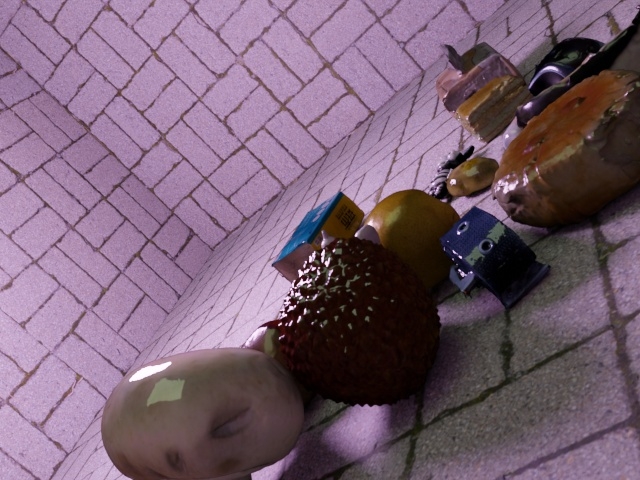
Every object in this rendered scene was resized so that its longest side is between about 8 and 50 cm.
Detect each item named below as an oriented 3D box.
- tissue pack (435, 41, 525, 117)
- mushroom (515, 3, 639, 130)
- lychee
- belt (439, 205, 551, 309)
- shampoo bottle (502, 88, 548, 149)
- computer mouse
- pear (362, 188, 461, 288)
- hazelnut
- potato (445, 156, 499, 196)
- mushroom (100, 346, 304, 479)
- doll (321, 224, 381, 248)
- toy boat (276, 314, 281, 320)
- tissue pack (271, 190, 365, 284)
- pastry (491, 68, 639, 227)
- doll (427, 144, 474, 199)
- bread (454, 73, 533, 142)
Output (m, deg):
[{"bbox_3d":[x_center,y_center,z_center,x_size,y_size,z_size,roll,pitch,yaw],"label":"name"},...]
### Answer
[{"bbox_3d":[0.436,-0.483,2.068,0.239,0.238,0.305,-40,13,19],"label":"tissue pack"},{"bbox_3d":[0.559,-0.325,1.423,0.344,0.130,0.247,-40,-3,13],"label":"mushroom"},{"bbox_3d":[0.066,0.140,1.163,0.276,0.304,0.275,-10,27,5],"label":"lychee"},{"bbox_3d":[0.268,0.027,1.188,0.128,0.122,0.218,-46,13,7],"label":"belt"},{"bbox_3d":[0.478,-0.271,1.593,0.192,0.074,0.074,-53,15,-29],"label":"shampoo bottle"},{"bbox_3d":[0.580,-0.417,1.692,0.137,0.096,0.233,-49,14,-15],"label":"computer mouse"},{"bbox_3d":[0.173,0.007,1.380,0.209,0.209,0.209,-42,13,12],"label":"pear"},{"bbox_3d":[-0.080,0.268,1.434,0.210,0.210,0.186,-49,38,-17],"label":"hazelnut"},{"bbox_3d":[0.346,-0.147,1.619,0.138,0.070,0.091,-31,19,46],"label":"potato"},{"bbox_3d":[-0.167,0.321,1.185,0.353,0.353,0.325,-34,3,40],"label":"mushroom"},{"bbox_3d":[0.065,0.040,1.310,0.059,0.161,0.160,-37,-33,-46],"label":"doll"},{"bbox_3d":[-0.073,0.214,1.788,0.206,0.072,0.064,-39,16,29],"label":"toy boat"},{"bbox_3d":[0.000,0.000,2.101,0.192,0.134,0.270,-31,18,44],"label":"tissue pack"},{"bbox_3d":[0.439,-0.157,1.201,0.330,0.136,0.329,-44,12,11],"label":"pastry"},{"bbox_3d":[0.322,-0.169,1.782,0.091,0.067,0.219,-37,12,48],"label":"doll"},{"bbox_3d":[0.461,-0.358,1.871,0.196,0.102,0.138,-41,15,12],"label":"bread"}]
